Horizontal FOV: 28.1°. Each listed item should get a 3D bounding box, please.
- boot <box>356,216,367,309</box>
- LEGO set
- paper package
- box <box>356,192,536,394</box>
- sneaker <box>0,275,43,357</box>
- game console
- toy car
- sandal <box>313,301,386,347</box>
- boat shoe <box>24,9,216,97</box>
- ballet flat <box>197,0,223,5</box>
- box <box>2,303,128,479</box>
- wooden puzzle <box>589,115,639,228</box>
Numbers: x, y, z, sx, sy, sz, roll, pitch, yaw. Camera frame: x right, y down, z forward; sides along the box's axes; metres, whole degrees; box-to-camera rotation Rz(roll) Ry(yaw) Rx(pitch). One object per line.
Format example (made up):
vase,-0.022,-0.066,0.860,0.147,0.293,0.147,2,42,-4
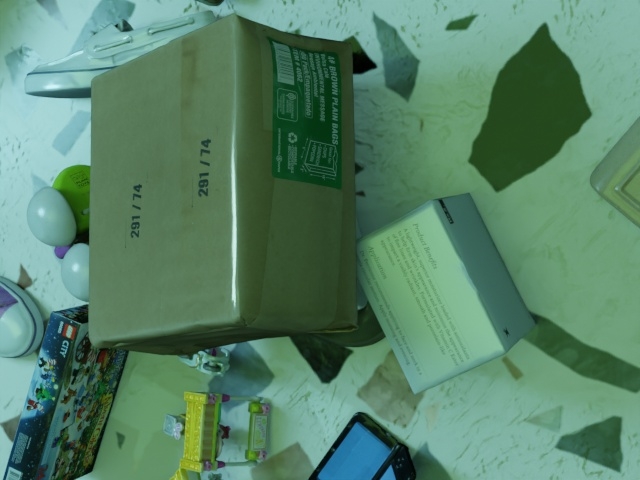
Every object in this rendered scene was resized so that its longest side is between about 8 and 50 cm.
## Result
boot,0.000,0.000,1.515,0.086,0.069,0.190,-18,69,24
LEGO set,-0.144,0.274,1.592,0.132,0.107,0.287,34,112,48
paper package,-0.112,-0.047,1.410,0.309,0.168,0.325,-12,75,48
box,0.137,0.054,1.423,0.119,0.182,0.181,-27,85,19
sneaker,-0.502,0.075,1.639,0.282,0.161,0.102,28,100,12
game console,0.047,0.288,1.530,0.071,0.107,0.122,30,105,-16
toy car,-0.276,-0.003,1.584,0.182,0.159,0.136,57,143,6
sandal,-0.014,0.070,1.535,0.219,0.060,0.090,21,100,14
boat shoe,-0.244,-0.229,1.577,0.258,0.095,0.084,-8,88,7
ballet flat,-0.194,-0.357,1.565,0.213,0.072,0.068,53,134,8
box,-0.307,0.193,1.585,0.044,0.159,0.233,21,100,17
wooden puzzle,0.451,-0.073,1.391,0.239,0.044,0.221,43,105,15
